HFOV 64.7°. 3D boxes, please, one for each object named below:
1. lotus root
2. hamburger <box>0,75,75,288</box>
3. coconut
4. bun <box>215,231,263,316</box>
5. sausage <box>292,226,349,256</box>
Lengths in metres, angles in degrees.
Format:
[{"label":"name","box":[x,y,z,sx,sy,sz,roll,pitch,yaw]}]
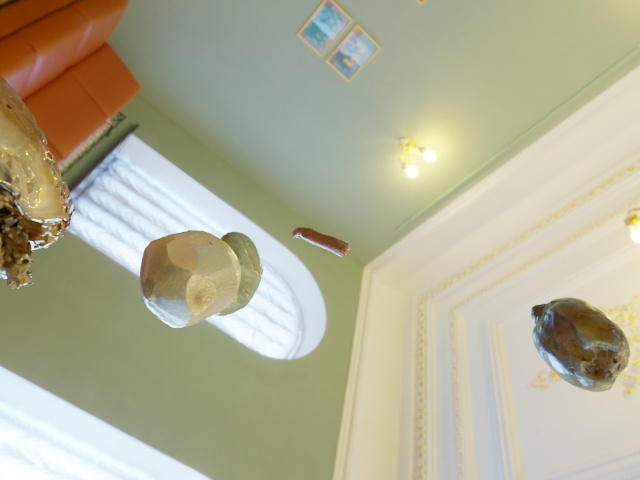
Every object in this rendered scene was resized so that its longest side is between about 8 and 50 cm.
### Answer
[{"label":"lotus root","box":[0.364,0.139,0.732,0.192,0.088,0.113,-101,-155,-77]},{"label":"hamburger","box":[-0.369,-0.048,0.457,0.211,0.261,0.245,-37,180,-32]},{"label":"coconut","box":[-0.228,0.062,0.851,0.161,0.161,0.162,-40,161,33]},{"label":"bun","box":[-0.192,0.080,1.130,0.195,0.118,0.196,-160,-90,-86]},{"label":"sausage","box":[0.000,0.000,1.295,0.036,0.157,0.042,32,79,-77]}]
